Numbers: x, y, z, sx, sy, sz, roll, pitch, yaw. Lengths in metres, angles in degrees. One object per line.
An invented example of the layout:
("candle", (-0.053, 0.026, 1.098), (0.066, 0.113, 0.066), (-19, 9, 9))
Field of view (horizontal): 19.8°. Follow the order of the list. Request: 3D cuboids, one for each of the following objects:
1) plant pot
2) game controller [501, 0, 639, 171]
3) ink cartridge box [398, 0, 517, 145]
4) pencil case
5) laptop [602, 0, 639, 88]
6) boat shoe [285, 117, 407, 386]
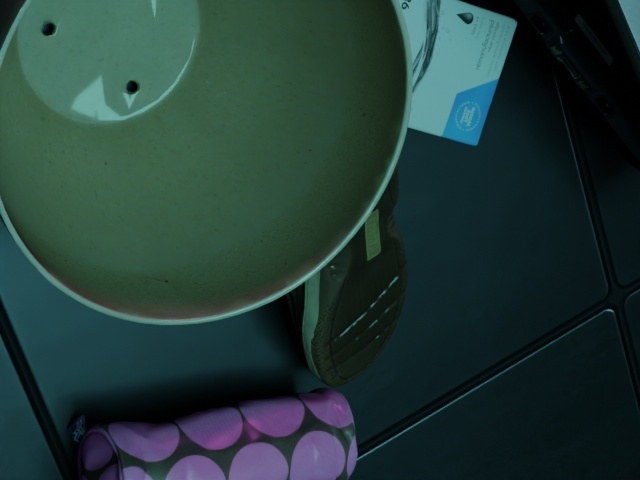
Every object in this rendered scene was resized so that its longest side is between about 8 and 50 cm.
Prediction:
("plant pot", (-0.107, -0.112, 1.201), (0.284, 0.191, 0.284), (-11, 117, -23))
("game controller", (0.222, -0.197, 1.440), (0.319, 0.067, 0.166), (46, 67, -32))
("ink cartridge box", (0.048, -0.143, 1.370), (0.180, 0.060, 0.104), (12, 99, -33))
("pencil case", (-0.080, 0.164, 1.377), (0.209, 0.098, 0.095), (-5, 63, -29))
("laptop", (0.404, -0.252, 1.356), (0.382, 0.236, 0.408), (54, 52, -49))
("boat shoe", (0.006, -0.004, 1.373), (0.095, 0.095, 0.257), (-28, 141, -30))
